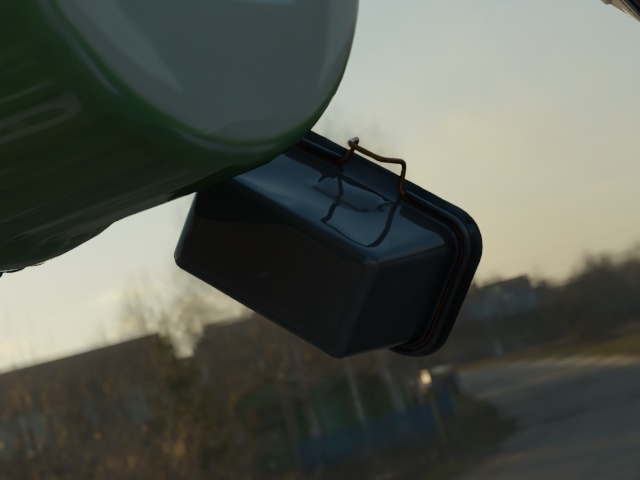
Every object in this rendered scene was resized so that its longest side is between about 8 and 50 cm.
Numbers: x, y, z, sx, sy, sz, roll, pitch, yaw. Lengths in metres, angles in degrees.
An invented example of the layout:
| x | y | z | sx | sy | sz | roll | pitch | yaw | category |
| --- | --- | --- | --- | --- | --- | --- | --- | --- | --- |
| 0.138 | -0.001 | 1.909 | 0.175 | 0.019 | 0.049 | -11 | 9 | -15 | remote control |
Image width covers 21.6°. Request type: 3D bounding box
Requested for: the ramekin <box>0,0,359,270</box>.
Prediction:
| x | y | z | sx | sy | sz | roll | pitch | yaw | category |
| --- | --- | --- | --- | --- | --- | --- | --- | --- | --- |
| -0.111 | -0.148 | 0.708 | 0.148 | 0.303 | 0.303 | -13 | -4 | 32 | ramekin |

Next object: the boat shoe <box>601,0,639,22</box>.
| x | y | z | sx | sy | sz | roll | pitch | yaw | category |
| --- | --- | --- | --- | --- | --- | --- | --- | --- | --- |
| 0.212 | -0.100 | 0.752 | 0.113 | 0.306 | 0.105 | -39 | 8 | 0 | boat shoe |

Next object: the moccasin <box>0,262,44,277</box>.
| x | y | z | sx | sy | sz | roll | pitch | yaw | category |
| --- | --- | --- | --- | --- | --- | --- | --- | --- | --- |
| -0.224 | -0.032 | 1.188 | 0.342 | 0.117 | 0.138 | -44 | 6 | -25 | moccasin |

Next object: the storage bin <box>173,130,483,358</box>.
| x | y | z | sx | sy | sz | roll | pitch | yaw | category |
| --- | --- | --- | --- | --- | --- | --- | --- | --- | --- |
| 0.000 | 0.000 | 0.835 | 0.135 | 0.098 | 0.091 | 29 | 20 | 22 | storage bin |
